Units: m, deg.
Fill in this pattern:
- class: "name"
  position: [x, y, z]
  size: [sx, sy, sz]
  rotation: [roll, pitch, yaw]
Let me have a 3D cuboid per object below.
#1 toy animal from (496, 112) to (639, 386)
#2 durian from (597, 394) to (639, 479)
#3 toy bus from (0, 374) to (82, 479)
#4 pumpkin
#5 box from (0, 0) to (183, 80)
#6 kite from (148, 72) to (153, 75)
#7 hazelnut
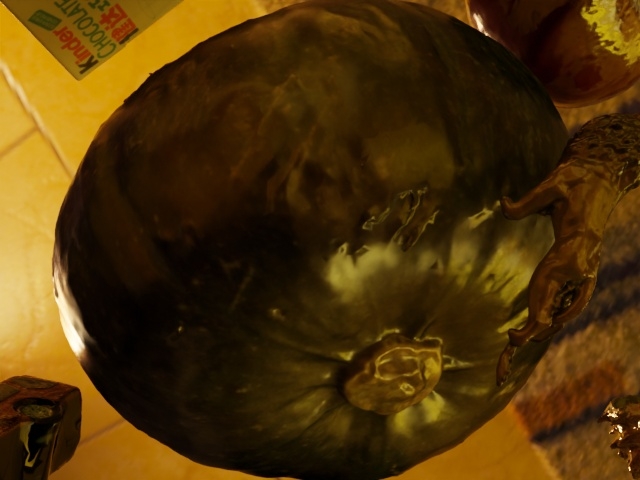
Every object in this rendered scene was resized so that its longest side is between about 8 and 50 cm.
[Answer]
- class: "toy animal"
  position: [0.159, -0.003, 0.847]
  size: [0.086, 0.069, 0.219]
  rotation: [18, 79, 37]
- class: "durian"
  position: [0.368, 0.205, 1.199]
  size: [0.196, 0.305, 0.185]
  rotation: [26, 101, 2]
- class: "toy bus"
  position: [-0.337, 0.215, 1.097]
  size: [0.092, 0.409, 0.093]
  rotation: [15, 104, 14]
- class: "pumpkin"
  position: [0.000, 0.000, 1.054]
  size: [0.454, 0.454, 0.344]
  rotation: [-55, 40, 32]
- class: "box"
  position: [-0.208, -0.310, 1.253]
  size: [0.265, 0.273, 0.048]
  rotation: [-37, 66, 1]
- class: "kite"
  position: [-0.153, -0.205, 1.838]
  size: [0.152, 0.285, 0.015]
  rotation: [40, 108, 4]
- class: "hazelnut"
  position: [0.228, -0.222, 1.109]
  size: [0.208, 0.208, 0.208]
  rotation: [10, 115, 22]
